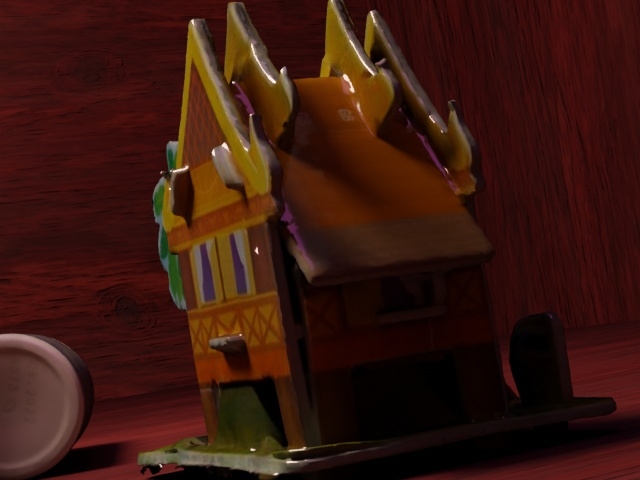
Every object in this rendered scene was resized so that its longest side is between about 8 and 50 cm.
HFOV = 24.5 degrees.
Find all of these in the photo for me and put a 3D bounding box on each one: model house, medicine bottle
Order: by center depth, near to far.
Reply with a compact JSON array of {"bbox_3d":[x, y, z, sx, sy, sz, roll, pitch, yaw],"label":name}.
[{"bbox_3d":[0.000,0.000,1.029,0.243,0.312,0.358,-5,-5,-22],"label":"model house"},{"bbox_3d":[-0.286,0.154,1.423,0.130,0.130,0.341,-9,-2,-8],"label":"medicine bottle"}]
